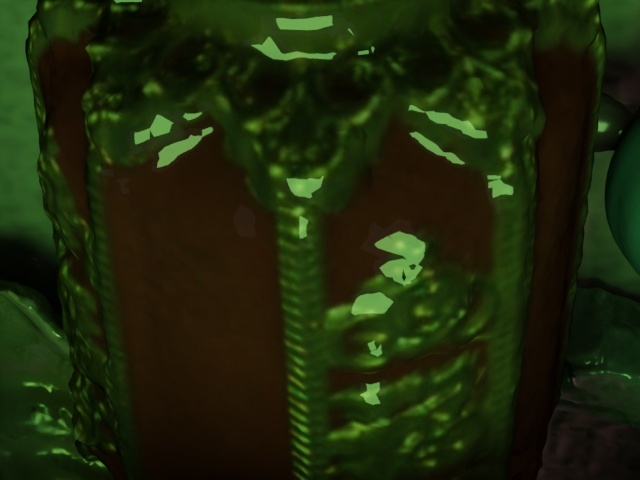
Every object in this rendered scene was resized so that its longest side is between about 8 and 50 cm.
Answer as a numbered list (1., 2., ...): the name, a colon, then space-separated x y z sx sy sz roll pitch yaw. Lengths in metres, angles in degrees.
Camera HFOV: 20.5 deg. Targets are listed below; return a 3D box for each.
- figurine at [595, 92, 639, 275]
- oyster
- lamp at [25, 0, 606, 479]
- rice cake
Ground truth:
1. figurine: 0.191 -0.058 0.528 0.260 0.103 0.205 -24 126 29
2. oyster: -0.092 0.075 0.724 0.209 0.072 0.133 39 136 -2
3. lamp: 0.000 0.000 0.563 0.177 0.177 0.274 4 133 4
4. rice cake: 0.198 0.071 0.691 0.245 0.045 0.042 16 136 -9
